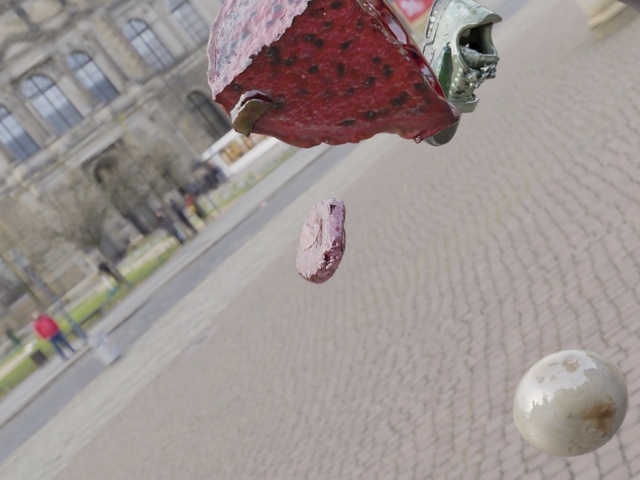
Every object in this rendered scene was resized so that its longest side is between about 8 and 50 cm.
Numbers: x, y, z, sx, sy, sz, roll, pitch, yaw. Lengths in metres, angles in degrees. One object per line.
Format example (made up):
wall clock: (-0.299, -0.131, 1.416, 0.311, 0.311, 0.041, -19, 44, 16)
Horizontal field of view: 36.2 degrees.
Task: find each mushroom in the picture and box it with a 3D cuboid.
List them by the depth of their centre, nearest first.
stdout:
mushroom: (0.477, 0.306, 1.882, 0.226, 0.226, 0.178, -37, 25, 15)

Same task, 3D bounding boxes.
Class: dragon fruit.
dragon fruit: (0.034, -0.221, 1.212, 0.302, 0.330, 0.240, -60, 14, -7)

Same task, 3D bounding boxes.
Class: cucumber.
cucumber: (0.199, -0.259, 1.623, 0.037, 0.037, 0.155, -51, -28, -59)

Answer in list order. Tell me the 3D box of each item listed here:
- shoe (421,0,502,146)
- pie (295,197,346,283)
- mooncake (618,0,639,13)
shoe: (0.254, -0.296, 1.776, 0.109, 0.292, 0.149, -11, 28, -31)
pie: (0.000, 0.000, 1.650, 0.153, 0.038, 0.153, -36, 48, 54)
mooncake: (0.584, -0.460, 1.428, 0.381, 0.212, 0.350, 3, -53, -54)
